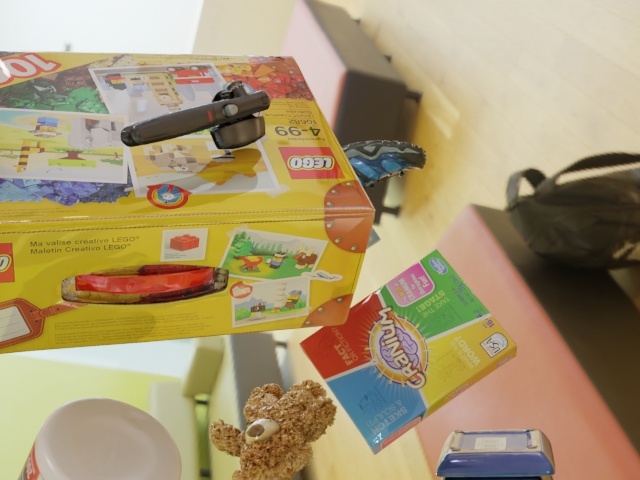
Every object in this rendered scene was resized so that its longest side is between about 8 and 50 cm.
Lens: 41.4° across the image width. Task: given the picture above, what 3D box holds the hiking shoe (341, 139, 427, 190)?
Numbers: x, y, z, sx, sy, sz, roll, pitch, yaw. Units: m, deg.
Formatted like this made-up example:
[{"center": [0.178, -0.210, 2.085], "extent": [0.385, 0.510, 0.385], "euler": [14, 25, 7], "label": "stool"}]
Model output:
[{"center": [0.058, -0.119, 1.646], "extent": [0.113, 0.304, 0.132], "euler": [-1, -95, -82], "label": "hiking shoe"}]

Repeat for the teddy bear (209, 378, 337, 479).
[{"center": [-0.088, 0.354, 1.659], "extent": [0.338, 0.245, 0.113], "euler": [-36, -54, -62], "label": "teddy bear"}]

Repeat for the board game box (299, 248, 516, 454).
[{"center": [0.157, 0.199, 1.548], "extent": [0.242, 0.317, 0.064], "euler": [52, 173, 27], "label": "board game box"}]

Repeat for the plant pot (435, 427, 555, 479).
[{"center": [0.322, 0.465, 1.539], "extent": [0.236, 0.236, 0.212], "euler": [-8, -86, -77], "label": "plant pot"}]

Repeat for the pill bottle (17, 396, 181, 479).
[{"center": [-0.283, 0.331, 0.967], "extent": [0.283, 0.161, 0.161], "euler": [-60, 22, 26], "label": "pill bottle"}]

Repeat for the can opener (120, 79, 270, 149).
[{"center": [-0.130, -0.132, 0.926], "extent": [0.059, 0.186, 0.073], "euler": [-15, 93, 48], "label": "can opener"}]

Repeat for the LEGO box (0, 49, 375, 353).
[{"center": [-0.239, -0.066, 1.052], "extent": [0.372, 0.501, 0.193], "euler": [-114, 28, -46], "label": "LEGO box"}]

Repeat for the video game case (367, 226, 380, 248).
[{"center": [0.000, 0.000, 1.773], "extent": [0.212, 0.193, 0.023], "euler": [-33, 47, 5], "label": "video game case"}]
